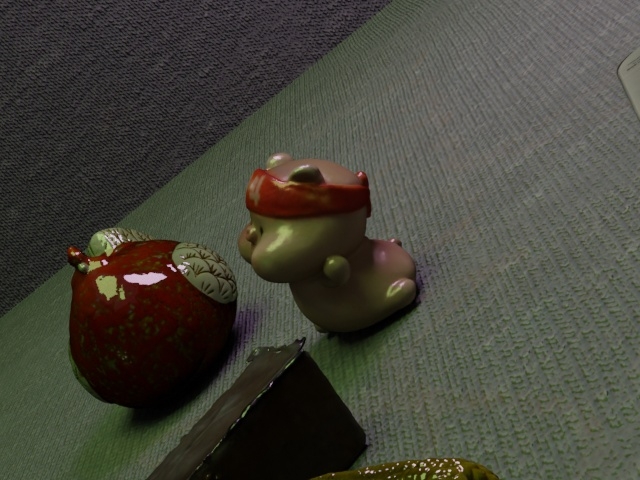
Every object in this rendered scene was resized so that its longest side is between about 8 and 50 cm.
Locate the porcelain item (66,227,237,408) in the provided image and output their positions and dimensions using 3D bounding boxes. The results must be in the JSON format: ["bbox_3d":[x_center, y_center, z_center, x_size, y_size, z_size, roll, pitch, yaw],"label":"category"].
[{"bbox_3d":[-0.234,0.081,1.612,0.253,0.253,0.253,-37,16,12],"label":"porcelain item"}]

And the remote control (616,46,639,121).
[{"bbox_3d":[0.346,-0.159,1.282,0.077,0.022,0.245,-33,16,17],"label":"remote control"}]

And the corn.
[{"bbox_3d":[0.046,0.197,0.908,0.080,0.080,0.231,-50,16,-30],"label":"corn"}]

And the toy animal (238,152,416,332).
[{"bbox_3d":[0.000,0.000,1.331,0.171,0.197,0.171,-35,12,9],"label":"toy animal"}]

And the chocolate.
[{"bbox_3d":[-0.094,0.233,1.080,0.321,0.112,0.112,-48,15,-21],"label":"chocolate"}]
